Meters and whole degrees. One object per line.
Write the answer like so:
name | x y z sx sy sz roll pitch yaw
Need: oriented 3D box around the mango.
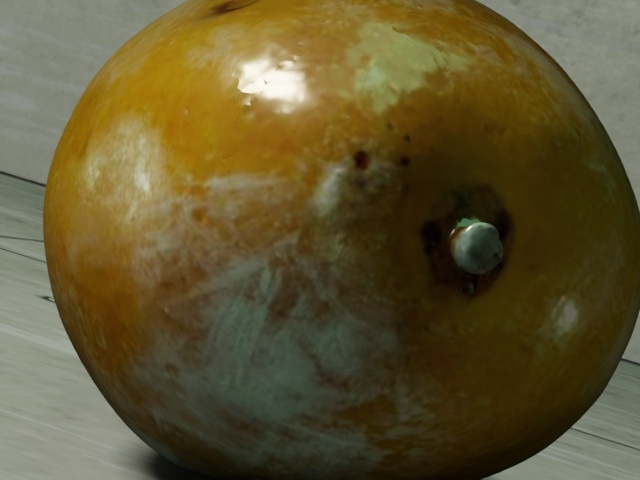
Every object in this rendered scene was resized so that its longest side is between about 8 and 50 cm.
mango | 0.000 0.000 0.782 0.221 0.199 0.384 16 1 -12
